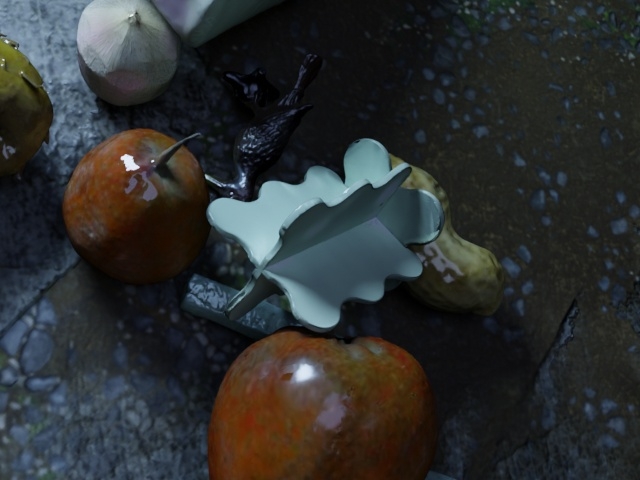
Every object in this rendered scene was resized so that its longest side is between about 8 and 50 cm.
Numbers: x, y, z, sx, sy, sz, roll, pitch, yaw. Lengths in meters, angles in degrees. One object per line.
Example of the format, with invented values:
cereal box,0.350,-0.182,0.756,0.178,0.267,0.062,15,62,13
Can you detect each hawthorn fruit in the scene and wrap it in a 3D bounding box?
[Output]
hawthorn fruit,-0.175,-0.046,0.805,0.149,0.189,0.149,-1,52,1
hawthorn fruit,-0.001,0.212,0.781,0.211,0.210,0.262,4,91,-21

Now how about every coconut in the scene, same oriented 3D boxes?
coconut,-0.195,-0.201,0.870,0.110,0.124,0.110,6,73,-20

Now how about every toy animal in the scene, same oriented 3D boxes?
toy animal,-0.066,-0.112,0.927,0.105,0.070,0.202,9,72,27

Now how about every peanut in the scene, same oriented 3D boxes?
peanut,0.116,-0.002,0.951,0.103,0.098,0.229,-37,92,3

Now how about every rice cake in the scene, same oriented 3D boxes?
rice cake,-0.029,0.098,0.884,0.245,0.045,0.042,26,64,-13

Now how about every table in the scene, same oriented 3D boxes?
table,0.000,0.000,0.831,0.198,0.166,0.166,-24,83,-50

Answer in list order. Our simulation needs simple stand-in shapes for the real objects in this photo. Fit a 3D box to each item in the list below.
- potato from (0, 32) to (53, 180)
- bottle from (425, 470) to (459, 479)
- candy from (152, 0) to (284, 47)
potato,-0.393,-0.128,0.756,0.300,0.140,0.172,9,63,-19
bottle,0.192,0.311,0.884,0.270,0.083,0.083,24,65,-15
candy,-0.074,-0.366,0.916,0.208,0.145,0.359,50,42,-2
